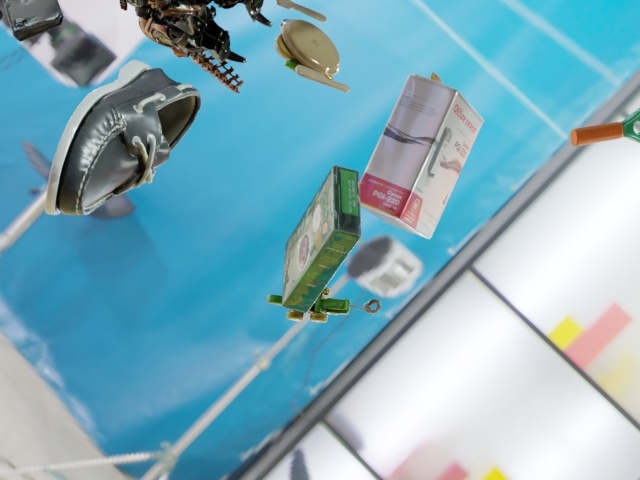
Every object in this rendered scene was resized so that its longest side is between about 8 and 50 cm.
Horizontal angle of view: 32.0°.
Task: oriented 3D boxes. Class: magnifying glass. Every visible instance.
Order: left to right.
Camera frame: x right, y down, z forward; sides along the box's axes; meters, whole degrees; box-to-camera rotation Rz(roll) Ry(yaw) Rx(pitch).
[{"bbox_3d":[0.523,-0.188,1.870,0.026,0.231,0.092,-170,-109,-68],"label":"magnifying glass"}]

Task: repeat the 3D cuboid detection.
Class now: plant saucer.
[{"bbox_3d":[0.236,-0.298,2.240,0.083,0.015,0.083,173,-90,-86],"label":"plant saucer"}]

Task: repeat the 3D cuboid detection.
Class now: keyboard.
[{"bbox_3d":[-0.459,-0.367,1.703,0.023,0.108,0.180,79,-12,-50],"label":"keyboard"}]

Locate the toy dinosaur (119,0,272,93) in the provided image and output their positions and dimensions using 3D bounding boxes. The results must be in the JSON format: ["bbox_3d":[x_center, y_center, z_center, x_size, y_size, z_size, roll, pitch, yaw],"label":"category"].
[{"bbox_3d":[-0.191,-0.335,1.569,0.218,0.164,0.322,12,-7,38],"label":"toy dinosaur"}]

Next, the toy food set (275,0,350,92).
[{"bbox_3d":[-0.024,-0.324,1.889,0.132,0.038,0.192,16,46,-37],"label":"toy food set"}]

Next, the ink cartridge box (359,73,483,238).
[{"bbox_3d":[0.155,-0.128,1.736,0.092,0.217,0.158,22,-2,26],"label":"ink cartridge box"}]

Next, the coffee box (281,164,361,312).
[{"bbox_3d":[0.000,0.000,1.454,0.041,0.184,0.113,14,49,-17],"label":"coffee box"}]

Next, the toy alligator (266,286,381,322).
[{"bbox_3d":[0.008,0.107,1.821,0.190,0.056,0.051,4,-13,11],"label":"toy alligator"}]

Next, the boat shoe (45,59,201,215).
[{"bbox_3d":[-0.200,-0.108,1.172,0.091,0.114,0.302,20,34,0],"label":"boat shoe"}]
